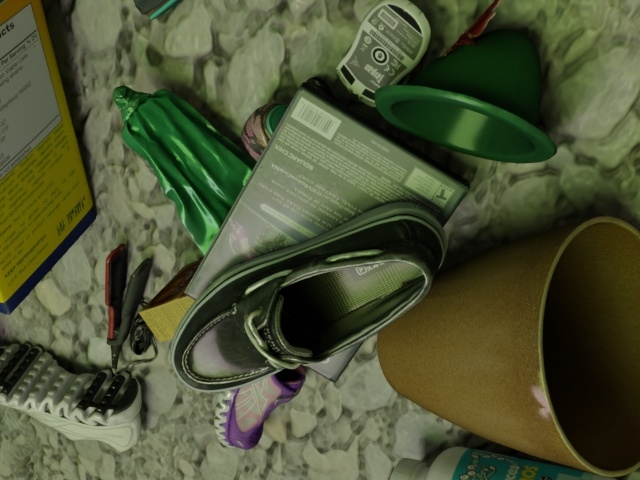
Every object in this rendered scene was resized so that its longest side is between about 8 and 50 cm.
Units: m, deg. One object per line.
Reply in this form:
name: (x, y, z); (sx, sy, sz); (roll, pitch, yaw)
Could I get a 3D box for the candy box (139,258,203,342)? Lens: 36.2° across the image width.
candy box: (-0.117, 0.054, 1.173); (0.187, 0.109, 0.053); (-19, 111, 35)

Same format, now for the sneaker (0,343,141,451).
sneaker: (-0.395, 0.240, 1.459); (0.292, 0.110, 0.118); (14, 135, 20)

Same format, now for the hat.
hat: (0.167, -0.186, 0.909); (0.173, 0.183, 0.208); (23, 173, -32)

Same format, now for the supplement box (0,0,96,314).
supplement box: (-0.421, -0.121, 1.129); (0.195, 0.194, 0.356); (16, 136, 19)

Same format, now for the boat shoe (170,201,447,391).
boat shoe: (-0.029, 0.069, 0.980); (0.335, 0.119, 0.121); (-33, 103, 22)

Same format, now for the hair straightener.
hair straightener: (-0.253, 0.110, 1.324); (0.089, 0.047, 0.230); (26, 130, 11)

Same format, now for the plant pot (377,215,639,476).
plant pot: (0.186, 0.106, 0.987); (0.254, 0.237, 0.237); (-7, 118, 47)

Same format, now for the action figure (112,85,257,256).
action figure: (-0.144, -0.087, 1.096); (0.232, 0.137, 0.063); (47, 169, -12)

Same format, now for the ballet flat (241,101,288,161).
ballet flat: (-0.002, -0.055, 1.065); (0.221, 0.077, 0.079); (47, 148, -11)

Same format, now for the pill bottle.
pill bottle: (0.214, 0.327, 1.152); (0.264, 0.146, 0.146); (6, 123, 25)

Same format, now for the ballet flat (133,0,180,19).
ballet flat: (-0.122, -0.286, 0.974); (0.203, 0.074, 0.074); (-17, 112, 38)

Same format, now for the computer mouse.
computer mouse: (0.055, -0.169, 0.976); (0.106, 0.042, 0.193); (43, 137, 2)

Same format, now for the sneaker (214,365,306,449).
sneaker: (-0.072, 0.186, 1.254); (0.105, 0.095, 0.236); (15, 126, 10)

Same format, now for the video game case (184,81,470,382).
video game case: (0.000, 0.000, 1.025); (0.196, 0.026, 0.274); (31, 116, -2)
